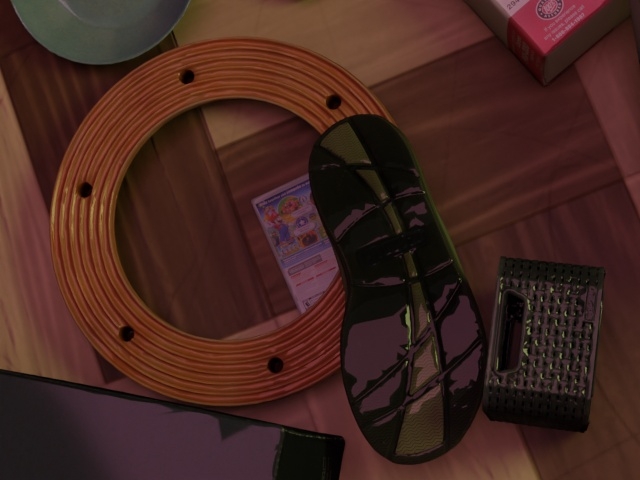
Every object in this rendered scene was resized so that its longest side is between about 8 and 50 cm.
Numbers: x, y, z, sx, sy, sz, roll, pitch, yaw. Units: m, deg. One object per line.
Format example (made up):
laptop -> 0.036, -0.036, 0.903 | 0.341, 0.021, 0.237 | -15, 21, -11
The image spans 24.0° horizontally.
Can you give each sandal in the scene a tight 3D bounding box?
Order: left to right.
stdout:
sandal -> 0.069, 0.038, 1.260 | 0.120, 0.086, 0.303 | -13, 69, 7

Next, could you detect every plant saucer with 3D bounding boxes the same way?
plant saucer -> -0.199, -0.260, 1.406 | 0.194, 0.037, 0.195 | 0, 91, 14

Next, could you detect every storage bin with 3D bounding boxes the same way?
storage bin -> 0.182, 0.087, 1.220 | 0.084, 0.180, 0.122 | 7, 81, 9

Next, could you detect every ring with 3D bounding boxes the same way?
ring -> -0.078, -0.019, 1.346 | 0.336, 0.032, 0.337 | -2, 79, 10

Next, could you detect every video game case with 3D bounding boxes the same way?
video game case -> 0.000, 0.000, 1.351 | 0.087, 0.011, 0.122 | -25, 77, 5

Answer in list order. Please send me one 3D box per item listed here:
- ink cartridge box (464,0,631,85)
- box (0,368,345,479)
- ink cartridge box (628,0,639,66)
ink cartridge box -> 0.185, -0.274, 1.330 | 0.158, 0.092, 0.218 | -40, 75, 0
box -> -0.180, 0.206, 1.189 | 0.343, 0.312, 0.179 | 10, 82, 11
ink cartridge box -> 0.333, -0.149, 1.179 | 0.117, 0.201, 0.278 | -13, 99, -6
